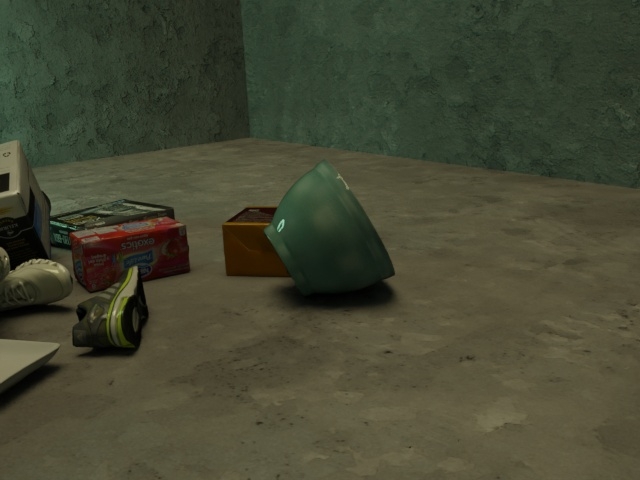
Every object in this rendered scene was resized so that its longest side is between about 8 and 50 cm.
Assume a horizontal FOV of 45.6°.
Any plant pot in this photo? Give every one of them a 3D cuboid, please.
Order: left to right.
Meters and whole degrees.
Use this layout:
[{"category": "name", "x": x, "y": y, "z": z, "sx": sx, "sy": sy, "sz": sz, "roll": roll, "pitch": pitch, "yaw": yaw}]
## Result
[{"category": "plant pot", "x": 0.000, "y": 0.000, "z": 1.639, "sx": 0.196, "sy": 0.293, "sz": 0.293, "roll": -31, "pitch": 19, "yaw": -4}]

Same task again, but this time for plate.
[{"category": "plate", "x": -0.623, "y": 0.233, "z": 1.263, "sx": 0.277, "sy": 0.045, "sz": 0.278, "roll": 1, "pitch": 15, "yaw": 16}]

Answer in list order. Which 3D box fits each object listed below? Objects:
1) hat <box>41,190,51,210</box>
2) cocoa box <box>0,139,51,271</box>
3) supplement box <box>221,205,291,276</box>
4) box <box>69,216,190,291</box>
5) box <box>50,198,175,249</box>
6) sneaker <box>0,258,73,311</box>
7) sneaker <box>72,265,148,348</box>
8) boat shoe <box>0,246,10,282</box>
[{"category": "hat", "x": -0.851, "y": -0.004, "z": 2.020, "sx": 0.331, "sy": 0.134, "sz": 0.331, "roll": -6, "pitch": 33, "yaw": 4}, {"category": "cocoa box", "x": -0.828, "y": -0.044, "z": 1.762, "sx": 0.346, "sy": 0.228, "sz": 0.231, "roll": -15, "pitch": 43, "yaw": -8}, {"category": "supplement box", "x": -0.116, "y": -0.002, "z": 1.877, "sx": 0.191, "sy": 0.129, "sz": 0.194, "roll": 1, "pitch": 16, "yaw": 13}, {"category": "box", "x": -0.459, "y": 0.028, "z": 1.841, "sx": 0.256, "sy": 0.123, "sz": 0.128, "roll": -12, "pitch": 18, "yaw": -31}, {"category": "box", "x": -0.622, "y": -0.046, "z": 2.236, "sx": 0.242, "sy": 0.077, "sz": 0.307, "roll": 10, "pitch": 19, "yaw": 39}, {"category": "sneaker", "x": -0.671, "y": 0.113, "z": 1.633, "sx": 0.291, "sy": 0.110, "sz": 0.118, "roll": -8, "pitch": 21, "yaw": 13}, {"category": "sneaker", "x": -0.413, "y": 0.129, "z": 1.502, "sx": 0.121, "sy": 0.111, "sz": 0.300, "roll": -8, "pitch": 13, "yaw": -4}, {"category": "boat shoe", "x": -0.682, "y": 0.046, "z": 1.559, "sx": 0.096, "sy": 0.098, "sz": 0.277, "roll": 21, "pitch": 6, "yaw": -34}]
